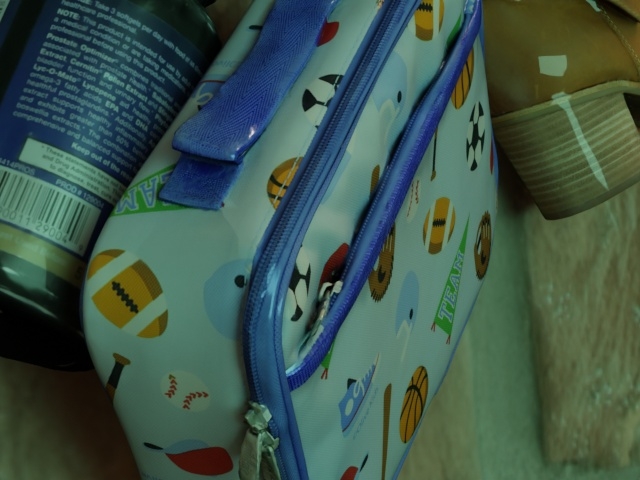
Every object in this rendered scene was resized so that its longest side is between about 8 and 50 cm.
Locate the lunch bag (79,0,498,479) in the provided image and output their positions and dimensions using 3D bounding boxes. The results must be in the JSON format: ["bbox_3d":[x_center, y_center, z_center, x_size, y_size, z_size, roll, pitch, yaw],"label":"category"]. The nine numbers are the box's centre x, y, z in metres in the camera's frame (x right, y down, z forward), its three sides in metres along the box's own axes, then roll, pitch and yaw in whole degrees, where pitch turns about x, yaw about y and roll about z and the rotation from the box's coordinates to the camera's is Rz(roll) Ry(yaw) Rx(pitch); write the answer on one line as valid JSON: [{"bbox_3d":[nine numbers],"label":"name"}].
[{"bbox_3d":[0.000,0.000,0.751,0.243,0.115,0.303,81,26,-45],"label":"lunch bag"}]

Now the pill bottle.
[{"bbox_3d":[-0.118,-0.061,0.729,0.123,0.123,0.219,32,66,-32],"label":"pill bottle"}]

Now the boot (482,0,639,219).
[{"bbox_3d":[0.189,-0.165,1.018,0.283,0.109,0.220,-30,100,-30],"label":"boot"}]
